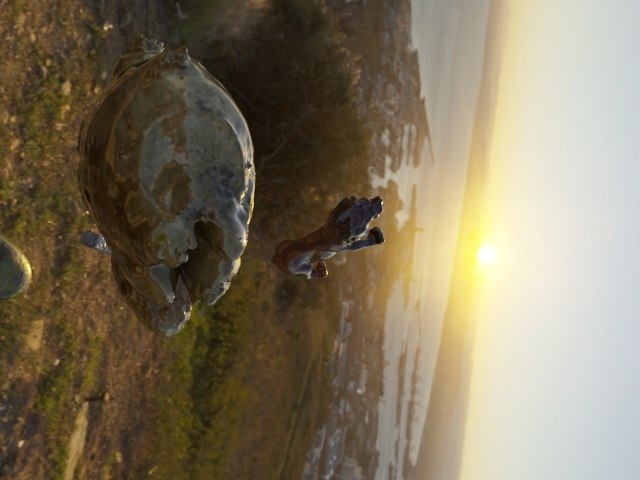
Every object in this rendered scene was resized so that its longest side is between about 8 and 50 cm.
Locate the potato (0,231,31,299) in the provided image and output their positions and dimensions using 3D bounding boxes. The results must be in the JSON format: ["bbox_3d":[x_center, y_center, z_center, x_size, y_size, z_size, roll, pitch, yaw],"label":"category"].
[{"bbox_3d":[-0.835,0.044,1.205,0.298,0.176,0.141,53,11,-38],"label":"potato"}]

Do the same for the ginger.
[{"bbox_3d":[-0.136,-0.045,0.491,0.375,0.165,0.237,-141,-150,-82],"label":"ginger"}]

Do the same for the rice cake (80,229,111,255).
[{"bbox_3d":[-0.438,0.018,1.073,0.036,0.047,0.207,-63,166,-7],"label":"rice cake"}]

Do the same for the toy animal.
[{"bbox_3d":[0.000,0.000,0.968,0.157,0.312,0.097,15,51,-58],"label":"toy animal"}]
